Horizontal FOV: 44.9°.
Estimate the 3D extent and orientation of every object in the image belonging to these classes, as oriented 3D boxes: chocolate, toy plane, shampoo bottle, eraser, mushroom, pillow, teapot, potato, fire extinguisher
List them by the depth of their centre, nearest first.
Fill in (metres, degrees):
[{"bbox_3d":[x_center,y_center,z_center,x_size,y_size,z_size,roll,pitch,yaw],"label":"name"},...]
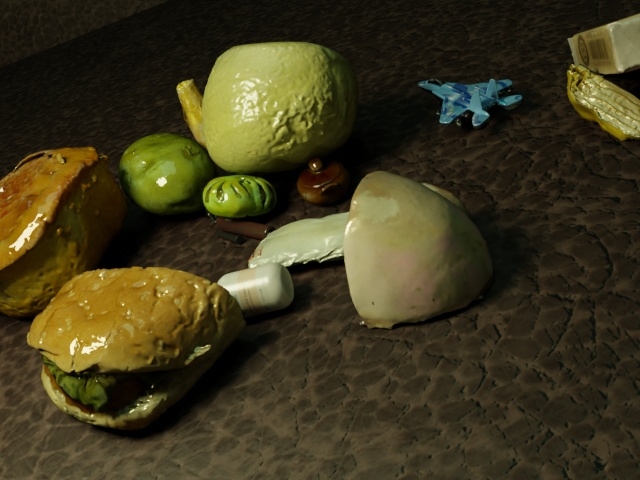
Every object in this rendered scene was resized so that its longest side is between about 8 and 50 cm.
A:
[{"bbox_3d":[0.148,-0.014,1.072,0.162,0.173,0.236,4,40,33],"label":"mushroom"},{"bbox_3d":[-0.139,0.087,1.195,0.192,0.074,0.074,-14,32,13],"label":"shampoo bottle"},{"bbox_3d":[0.000,0.000,1.262,0.229,0.051,0.128,-11,26,17],"label":"pillow"},{"bbox_3d":[0.523,-0.339,1.312,0.144,0.078,0.343,-17,10,10],"label":"eraser"},{"bbox_3d":[0.004,-0.113,1.404,0.098,0.078,0.129,-24,31,-1],"label":"teapot"},{"bbox_3d":[-0.151,-0.018,1.411,0.173,0.035,0.049,13,84,44],"label":"fire extinguisher"},{"bbox_3d":[0.263,-0.271,1.486,0.169,0.078,0.246,-33,26,-17],"label":"toy plane"},{"bbox_3d":[-0.307,-0.130,1.559,0.186,0.148,0.253,-22,28,-5],"label":"potato"},{"bbox_3d":[-0.232,-0.237,1.610,0.086,0.219,0.085,-16,35,12],"label":"chocolate"}]

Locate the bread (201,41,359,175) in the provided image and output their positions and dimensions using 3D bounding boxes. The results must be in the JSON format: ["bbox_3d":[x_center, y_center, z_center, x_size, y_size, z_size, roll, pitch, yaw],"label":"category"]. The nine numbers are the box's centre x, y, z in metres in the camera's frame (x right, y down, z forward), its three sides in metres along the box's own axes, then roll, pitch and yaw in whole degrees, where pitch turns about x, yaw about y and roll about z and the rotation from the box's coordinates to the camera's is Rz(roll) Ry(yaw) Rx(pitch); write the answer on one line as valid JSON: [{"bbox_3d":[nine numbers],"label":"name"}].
[{"bbox_3d":[-0.075,-0.243,1.470,0.321,0.237,0.320,-2,4,0],"label":"bread"}]

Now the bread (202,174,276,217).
[{"bbox_3d":[-0.148,-0.084,1.427,0.139,0.071,0.130,-2,11,-19],"label":"bread"}]

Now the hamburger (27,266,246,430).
[{"bbox_3d":[-0.287,0.159,1.099,0.330,0.162,0.209,-5,34,19],"label":"hamburger"}]

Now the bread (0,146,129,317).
[{"bbox_3d":[-0.527,-0.015,1.451,0.337,0.204,0.358,-16,36,39],"label":"bread"}]

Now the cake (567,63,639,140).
[{"bbox_3d":[0.476,-0.209,1.289,0.185,0.116,0.079,38,85,24],"label":"cake"}]
